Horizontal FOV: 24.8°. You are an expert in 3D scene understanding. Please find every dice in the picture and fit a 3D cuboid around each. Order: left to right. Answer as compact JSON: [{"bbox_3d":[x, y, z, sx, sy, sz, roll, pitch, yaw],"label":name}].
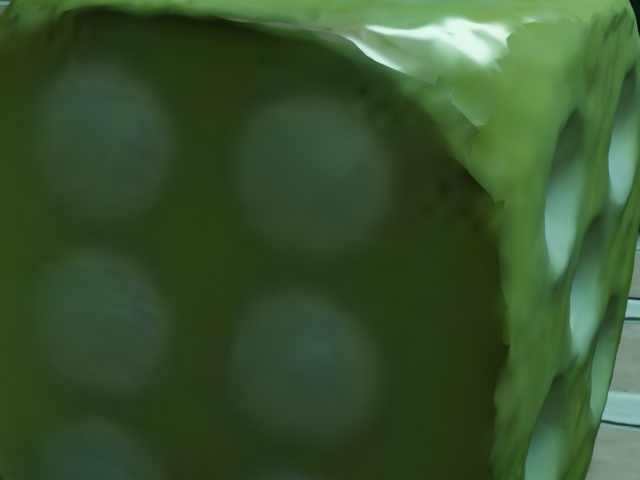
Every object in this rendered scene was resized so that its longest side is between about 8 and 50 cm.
[{"bbox_3d":[0.000,0.000,0.437,0.166,0.169,0.169,8,19,22],"label":"dice"}]

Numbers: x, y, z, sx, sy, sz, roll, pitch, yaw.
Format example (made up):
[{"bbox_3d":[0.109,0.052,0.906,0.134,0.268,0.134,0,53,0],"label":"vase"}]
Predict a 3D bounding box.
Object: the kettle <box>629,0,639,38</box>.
[{"bbox_3d":[0.072,-0.190,1.080,0.308,0.262,0.203,17,58,31],"label":"kettle"}]
